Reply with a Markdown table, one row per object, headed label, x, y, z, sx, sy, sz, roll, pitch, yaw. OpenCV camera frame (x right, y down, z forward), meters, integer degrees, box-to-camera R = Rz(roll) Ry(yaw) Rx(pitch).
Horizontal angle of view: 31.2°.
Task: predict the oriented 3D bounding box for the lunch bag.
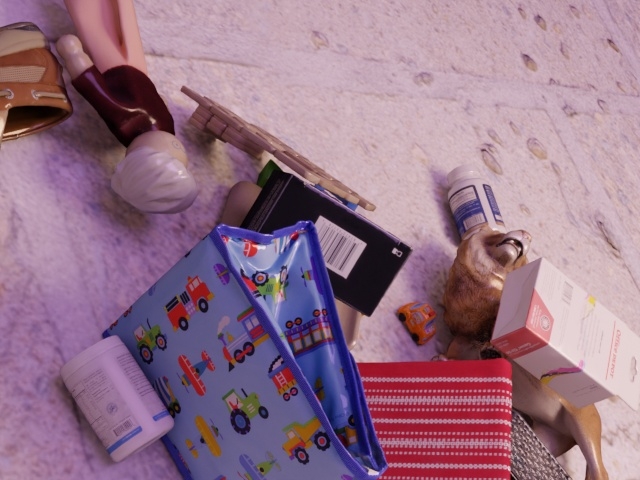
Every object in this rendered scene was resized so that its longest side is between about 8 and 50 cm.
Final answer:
| label | x | y | z | sx | sy | sz | roll | pitch | yaw |
| --- | --- | --- | --- | --- | --- | --- | --- | --- | --- |
| lunch bag | -0.063 | 0.161 | 1.119 | 0.138 | 0.221 | 0.293 | -4 | 63 | -45 |

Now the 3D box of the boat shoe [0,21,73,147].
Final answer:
| label | x | y | z | sx | sy | sz | roll | pitch | yaw |
| --- | --- | --- | --- | --- | --- | --- | --- | --- | --- |
| boat shoe | -0.365 | -0.127 | 1.147 | 0.120 | 0.122 | 0.324 | 55 | 39 | -2 |

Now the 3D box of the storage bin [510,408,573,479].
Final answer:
| label | x | y | z | sx | sy | sz | roll | pitch | yaw |
| --- | --- | --- | --- | --- | --- | --- | --- | --- | --- |
| storage bin | 0.222 | 0.304 | 1.353 | 0.180 | 0.122 | 0.084 | 50 | 39 | 1 |

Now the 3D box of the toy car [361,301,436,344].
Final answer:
| label | x | y | z | sx | sy | sz | roll | pitch | yaw |
| --- | --- | --- | --- | --- | --- | --- | --- | --- | --- |
| toy car | 0.105 | 0.102 | 1.468 | 0.122 | 0.040 | 0.060 | 0 | 60 | -44 |

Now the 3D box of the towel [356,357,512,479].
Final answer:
| label | x | y | z | sx | sy | sz | roll | pitch | yaw |
| --- | --- | --- | --- | --- | --- | --- | --- | --- | --- |
| towel | 0.113 | 0.241 | 1.276 | 0.275 | 0.199 | 0.031 | -79 | 161 | -44 |

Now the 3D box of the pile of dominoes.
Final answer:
| label | x | y | z | sx | sy | sz | roll | pitch | yaw |
| --- | --- | --- | --- | --- | --- | --- | --- | --- | --- |
| pile of dominoes | -0.053 | -0.094 | 1.374 | 0.251 | 0.040 | 0.196 | 37 | 7 | 35 |

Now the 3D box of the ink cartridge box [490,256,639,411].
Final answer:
| label | x | y | z | sx | sy | sz | roll | pitch | yaw |
| --- | --- | --- | --- | --- | --- | --- | --- | --- | --- |
| ink cartridge box | 0.311 | 0.127 | 1.420 | 0.198 | 0.067 | 0.115 | 37 | 49 | -18 |

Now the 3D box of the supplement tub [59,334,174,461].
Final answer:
| label | x | y | z | sx | sy | sz | roll | pitch | yaw |
| --- | --- | --- | --- | --- | --- | --- | --- | --- | --- |
| supplement tub | -0.198 | 0.154 | 1.117 | 0.071 | 0.071 | 0.107 | -24 | 78 | -50 |

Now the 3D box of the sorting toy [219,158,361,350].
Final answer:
| label | x | y | z | sx | sy | sz | roll | pitch | yaw |
| --- | --- | --- | --- | --- | --- | --- | --- | --- | --- |
| sorting toy | -0.041 | 0.037 | 1.379 | 0.196 | 0.047 | 0.348 | 28 | 41 | -15 |

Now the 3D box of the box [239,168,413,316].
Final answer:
| label | x | y | z | sx | sy | sz | roll | pitch | yaw |
| --- | --- | --- | --- | --- | --- | --- | --- | --- | --- |
| box | 0.000 | 0.000 | 1.276 | 0.156 | 0.093 | 0.158 | 32 | 0 | -11 |

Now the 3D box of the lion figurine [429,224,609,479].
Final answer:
| label | x | y | z | sx | sy | sz | roll | pitch | yaw |
| --- | --- | --- | --- | --- | --- | --- | --- | --- | --- |
| lion figurine | 0.276 | 0.180 | 1.519 | 0.392 | 0.142 | 0.240 | 62 | 31 | -8 |

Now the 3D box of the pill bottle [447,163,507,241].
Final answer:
| label | x | y | z | sx | sy | sz | roll | pitch | yaw |
| --- | --- | --- | --- | --- | --- | --- | --- | --- | --- |
| pill bottle | 0.225 | -0.049 | 1.680 | 0.067 | 0.067 | 0.120 | 9 | 54 | -39 |

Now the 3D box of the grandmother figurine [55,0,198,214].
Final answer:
| label | x | y | z | sx | sy | sz | roll | pitch | yaw |
| --- | --- | --- | --- | --- | --- | --- | --- | --- | --- |
| grandmother figurine | -0.223 | -0.177 | 1.309 | 0.208 | 0.104 | 0.342 | 16 | 45 | -54 |
